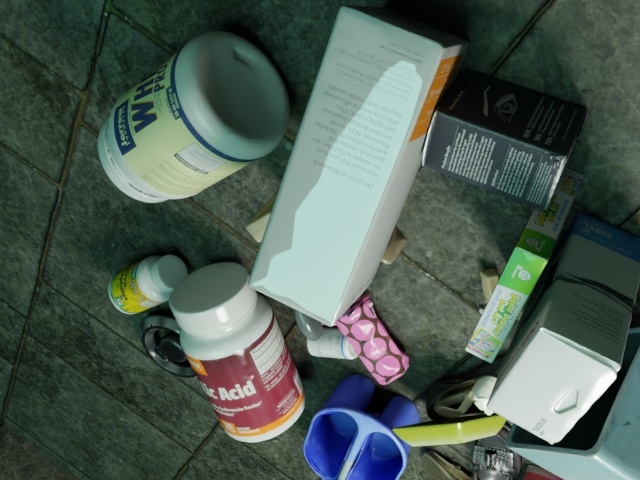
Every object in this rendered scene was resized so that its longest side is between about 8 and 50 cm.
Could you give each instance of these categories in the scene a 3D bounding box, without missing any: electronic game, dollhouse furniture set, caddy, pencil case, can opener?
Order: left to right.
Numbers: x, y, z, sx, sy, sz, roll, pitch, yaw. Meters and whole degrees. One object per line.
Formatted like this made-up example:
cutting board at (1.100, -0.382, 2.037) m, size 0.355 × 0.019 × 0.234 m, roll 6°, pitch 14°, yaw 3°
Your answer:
electronic game at (-0.388, 0.286, 2.049) m, size 0.229 × 0.048 × 0.229 m, roll 16°, pitch 131°, yaw 19°
can opener at (-0.047, 0.088, 1.648) m, size 0.074 × 0.093 × 0.280 m, roll -15°, pitch 112°, yaw 40°
dollhouse furniture set at (0.000, 0.000, 1.487) m, size 0.212 × 0.161 × 0.242 m, roll -28°, pitch 108°, yaw 43°
caddy at (0.091, 0.487, 1.826) m, size 0.241 × 0.179 × 0.341 m, roll 25°, pitch 135°, yaw 10°
pencil case at (0.113, 0.211, 1.650) m, size 0.098 × 0.095 × 0.209 m, roll -30°, pitch 111°, yaw 15°
dollhouse furniture set at (0.341, 0.103, 1.472) m, size 0.081 × 0.091 × 0.114 m, roll -155°, pitch 53°, yaw -75°

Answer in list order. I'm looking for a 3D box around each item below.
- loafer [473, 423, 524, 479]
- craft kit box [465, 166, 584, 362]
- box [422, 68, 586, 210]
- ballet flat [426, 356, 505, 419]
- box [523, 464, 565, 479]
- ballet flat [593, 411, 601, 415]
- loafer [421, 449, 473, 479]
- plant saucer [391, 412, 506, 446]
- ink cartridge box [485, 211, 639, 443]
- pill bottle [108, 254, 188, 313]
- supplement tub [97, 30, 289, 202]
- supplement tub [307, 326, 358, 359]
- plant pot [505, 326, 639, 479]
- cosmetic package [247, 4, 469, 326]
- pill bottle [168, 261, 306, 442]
loafer at (0.400, 0.538, 1.735) m, size 0.109 × 0.095 × 0.302 m, roll 9°, pitch 130°, yaw 26°
craft kit box at (0.335, 0.038, 1.250) m, size 0.061 × 0.246 × 0.249 m, roll 24°, pitch 134°, yaw 11°
box at (0.284, -0.161, 1.184) m, size 0.207 × 0.153 × 0.108 m, roll 23°, pitch 135°, yaw 15°
ballet flat at (0.330, 0.327, 1.602) m, size 0.095 × 0.096 × 0.280 m, roll 46°, pitch 135°, yaw -10°
box at (0.583, 0.614, 1.644) m, size 0.300 × 0.154 × 0.142 m, roll 4°, pitch 127°, yaw 31°
ballet flat at (0.494, 0.308, 1.503) m, size 0.241 × 0.077 × 0.091 m, roll 37°, pitch 170°, yaw -6°
loafer at (0.309, 0.562, 1.848) m, size 0.148 × 0.050 × 0.056 m, roll 41°, pitch 135°, yaw 18°
plant saucer at (0.283, 0.409, 1.638) m, size 0.188 × 0.188 × 0.045 m, roll -19°, pitch 74°, yaw 44°
ink cartridge box at (0.404, 0.137, 1.244) m, size 0.129 × 0.307 × 0.223 m, roll 27°, pitch 135°, yaw 9°
pill bottle at (-0.420, 0.104, 1.866) m, size 0.208 × 0.117 × 0.117 m, roll -22°, pitch 112°, yaw 42°
supplement tub at (-0.241, -0.213, 1.405) m, size 0.325 × 0.235 × 0.235 m, roll -23°, pitch 112°, yaw 41°
supplement tub at (0.032, 0.231, 1.726) m, size 0.107 × 0.071 × 0.071 m, roll 0°, pitch 125°, yaw 33°
plant pot at (0.535, 0.330, 1.345) m, size 0.252 × 0.247 × 0.248 m, roll 37°, pitch 159°, yaw -11°
cosmetic package at (0.059, -0.121, 1.195) m, size 0.162 × 0.230 × 0.453 m, roll 26°, pitch 113°, yaw 12°
pill bottle at (-0.192, 0.260, 1.779) m, size 0.224 × 0.224 × 0.392 m, roll 1°, pitch 126°, yaw 31°
